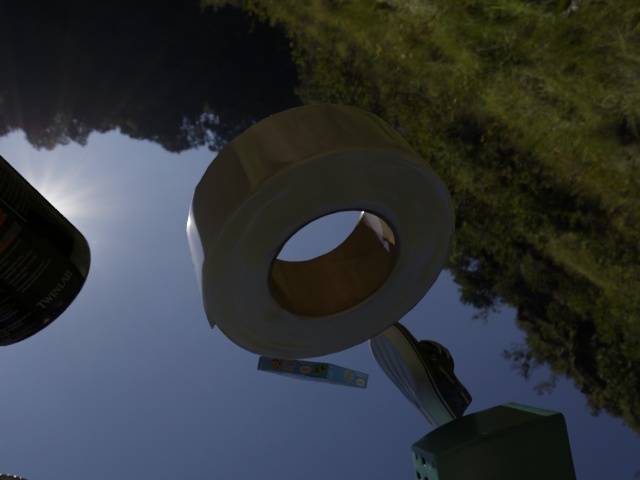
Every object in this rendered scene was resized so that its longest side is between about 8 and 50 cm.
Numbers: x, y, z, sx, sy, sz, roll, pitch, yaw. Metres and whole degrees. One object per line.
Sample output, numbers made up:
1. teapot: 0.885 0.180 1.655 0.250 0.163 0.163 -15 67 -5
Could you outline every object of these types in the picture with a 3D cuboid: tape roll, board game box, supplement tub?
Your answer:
1. tape roll: 0.000 0.000 0.608 0.286 0.286 0.100 -13 -138 -15
2. board game box: -0.019 0.311 1.296 0.211 0.160 0.039 -3 -111 39
3. supplement tub: -0.267 -0.017 0.388 0.116 0.190 0.117 -14 -133 15

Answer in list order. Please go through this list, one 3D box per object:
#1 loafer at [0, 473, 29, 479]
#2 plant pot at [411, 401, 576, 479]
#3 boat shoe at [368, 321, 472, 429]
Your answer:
1. loafer: -0.529 0.392 0.818 0.094 0.251 0.088 -5 -121 13
2. plant pot: 0.292 0.397 0.965 0.234 0.165 0.166 -6 -98 -14
3. boat shoe: 0.206 0.254 1.104 0.119 0.335 0.121 -45 -144 -17
